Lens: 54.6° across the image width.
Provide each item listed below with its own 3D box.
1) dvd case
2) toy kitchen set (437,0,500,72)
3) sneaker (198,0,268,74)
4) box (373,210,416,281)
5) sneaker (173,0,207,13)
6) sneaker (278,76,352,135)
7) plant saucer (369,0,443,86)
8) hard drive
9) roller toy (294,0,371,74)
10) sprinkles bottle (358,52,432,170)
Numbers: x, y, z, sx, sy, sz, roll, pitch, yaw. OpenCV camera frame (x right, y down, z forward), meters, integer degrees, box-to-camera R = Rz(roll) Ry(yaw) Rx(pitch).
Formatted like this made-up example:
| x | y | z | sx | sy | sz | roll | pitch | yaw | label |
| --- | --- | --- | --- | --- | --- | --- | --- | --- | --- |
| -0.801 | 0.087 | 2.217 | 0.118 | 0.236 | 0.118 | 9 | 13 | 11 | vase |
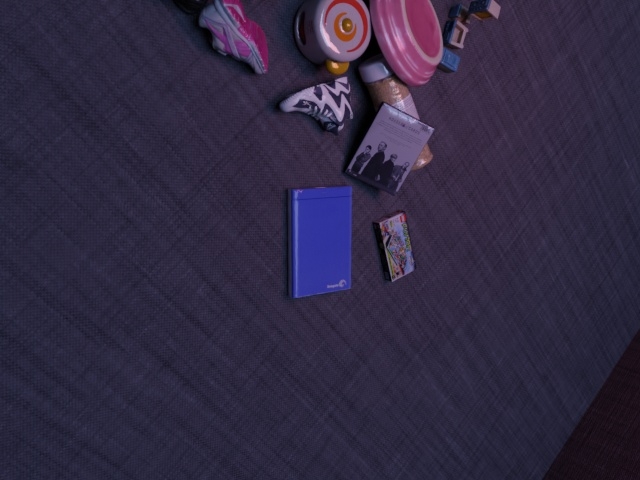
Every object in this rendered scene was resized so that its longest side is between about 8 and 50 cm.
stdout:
| x | y | z | sx | sy | sz | roll | pitch | yaw | label |
| --- | --- | --- | --- | --- | --- | --- | --- | --- | --- |
| 0.205 | -0.271 | 1.858 | 0.179 | 0.029 | 0.238 | 24 | 110 | -15 | dvd case |
| 0.446 | -0.654 | 1.954 | 0.122 | 0.166 | 0.207 | 16 | 89 | -35 | toy kitchen set |
| -0.219 | -0.519 | 1.587 | 0.252 | 0.111 | 0.102 | 50 | 33 | -47 | sneaker |
| 0.244 | 0.017 | 2.020 | 0.114 | 0.036 | 0.206 | -25 | 111 | -28 | box |
| -0.351 | -0.637 | 1.454 | 0.227 | 0.130 | 0.087 | 43 | 73 | -29 | sneaker |
| 0.001 | -0.360 | 1.755 | 0.235 | 0.094 | 0.152 | -28 | 105 | -37 | sneaker |
| 0.264 | -0.620 | 1.807 | 0.332 | 0.084 | 0.331 | 22 | 61 | -48 | plant saucer |
| 0.000 | 0.000 | 1.853 | 0.210 | 0.040 | 0.318 | -6 | 102 | -33 | hard drive |
| 0.037 | -0.582 | 1.708 | 0.191 | 0.146 | 0.209 | 42 | 76 | -31 | roller toy |
| 0.232 | -0.388 | 1.888 | 0.121 | 0.121 | 0.355 | -36 | 116 | -23 | sprinkles bottle |
